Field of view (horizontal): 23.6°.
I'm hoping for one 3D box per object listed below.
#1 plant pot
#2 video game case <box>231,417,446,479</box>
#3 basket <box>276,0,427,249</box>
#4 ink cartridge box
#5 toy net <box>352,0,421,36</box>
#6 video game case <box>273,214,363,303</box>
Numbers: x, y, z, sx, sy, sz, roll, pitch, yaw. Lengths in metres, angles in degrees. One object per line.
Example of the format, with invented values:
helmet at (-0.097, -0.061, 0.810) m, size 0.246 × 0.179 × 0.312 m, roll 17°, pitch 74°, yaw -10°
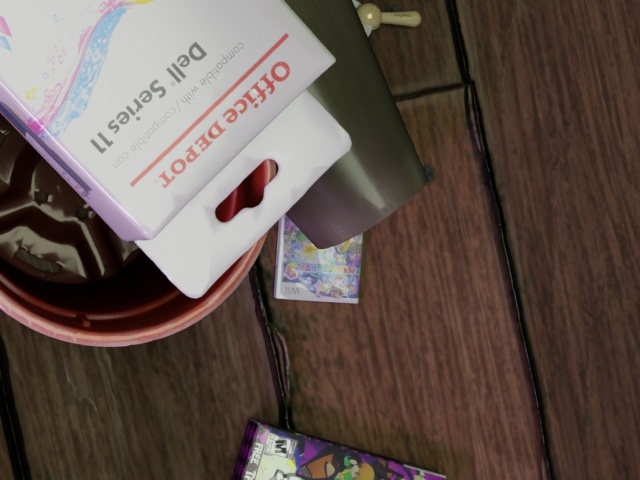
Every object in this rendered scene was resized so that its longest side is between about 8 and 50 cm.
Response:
plant pot at (-0.202, -0.051, 1.344) m, size 0.272 × 0.265 × 0.272 m, roll 0°, pitch 90°, yaw -16°
video game case at (-0.004, 0.315, 1.523) m, size 0.210 × 0.042 × 0.232 m, roll 19°, pitch 85°, yaw -17°
basket at (-0.012, -0.118, 1.457) m, size 0.204 × 0.154 × 0.227 m, roll -34°, pitch 100°, yaw -11°
ink cartridge box at (-0.138, -0.141, 1.161) m, size 0.207 × 0.119 × 0.353 m, roll -46°, pitch 102°, yaw -12°
toy net at (0.063, -0.259, 1.536) m, size 0.232 × 0.045 × 0.122 m, roll -43°, pitch 102°, yaw -12°
video game case at (0.000, 0.000, 1.537) m, size 0.087 × 0.011 × 0.122 m, roll 4°, pitch 90°, yaw -17°
